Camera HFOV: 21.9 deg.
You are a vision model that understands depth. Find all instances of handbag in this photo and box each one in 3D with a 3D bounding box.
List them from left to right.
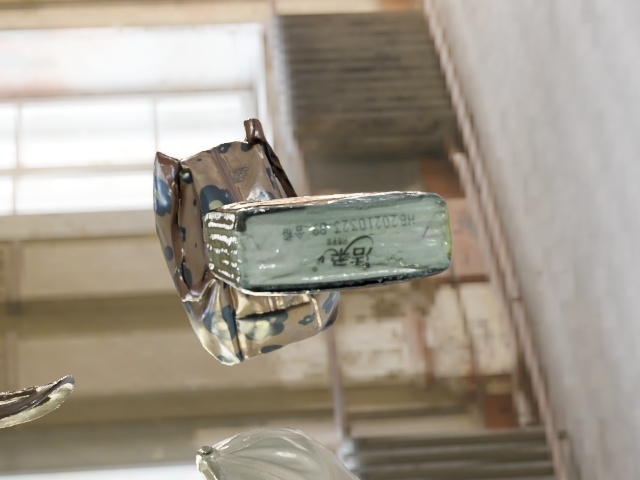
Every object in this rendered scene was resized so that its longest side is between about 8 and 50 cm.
[{"bbox_3d":[-0.095,-0.007,1.954,0.193,0.190,0.251,91,156,-61],"label":"handbag"}]

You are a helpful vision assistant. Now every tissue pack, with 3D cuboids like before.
[{"bbox_3d":[0.000,0.000,1.509,0.257,0.185,0.081,-170,74,-80],"label":"tissue pack"}]

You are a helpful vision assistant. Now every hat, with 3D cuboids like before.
[{"bbox_3d":[0.019,0.218,1.434,0.219,0.226,0.164,-147,42,-64],"label":"hat"}]

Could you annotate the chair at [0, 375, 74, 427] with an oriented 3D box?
[{"bbox_3d":[-0.425,0.256,1.796,0.175,0.326,0.183,84,180,-84],"label":"chair"}]
